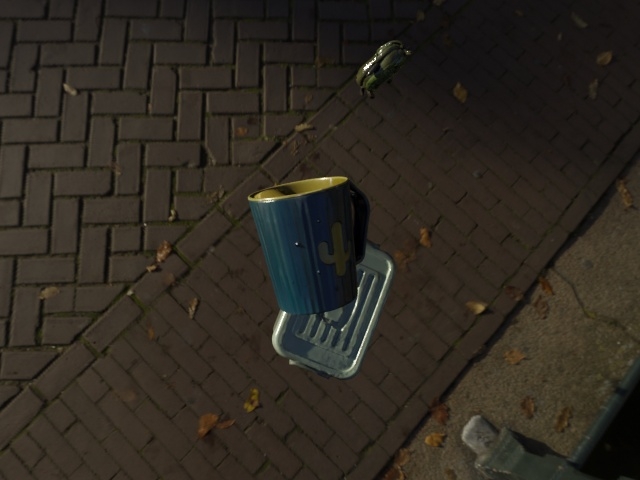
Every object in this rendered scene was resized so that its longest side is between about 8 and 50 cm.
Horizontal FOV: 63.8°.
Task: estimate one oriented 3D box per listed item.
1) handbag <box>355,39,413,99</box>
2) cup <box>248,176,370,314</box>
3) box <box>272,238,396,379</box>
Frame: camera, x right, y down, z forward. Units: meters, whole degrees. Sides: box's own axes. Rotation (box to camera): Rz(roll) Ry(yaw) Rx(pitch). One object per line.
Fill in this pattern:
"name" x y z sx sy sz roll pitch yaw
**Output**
"handbag" 0.106 -0.296 0.878 0.072 0.111 0.047 -6 63 -51
"cup" 0.000 0.000 0.680 0.176 0.131 0.155 -18 106 -37
"box" 0.013 0.107 0.912 0.163 0.135 0.244 23 82 -12
